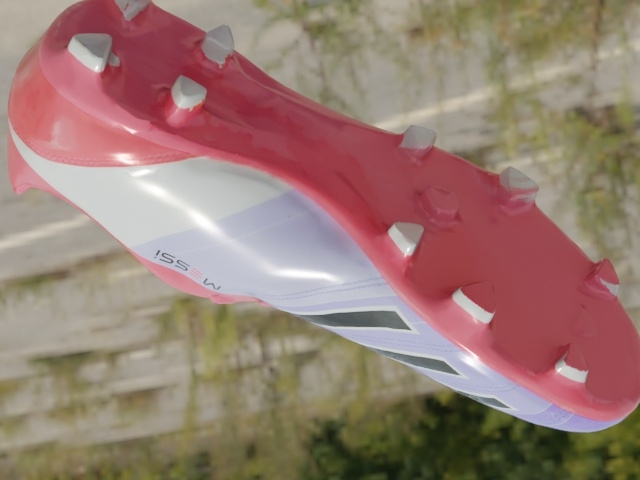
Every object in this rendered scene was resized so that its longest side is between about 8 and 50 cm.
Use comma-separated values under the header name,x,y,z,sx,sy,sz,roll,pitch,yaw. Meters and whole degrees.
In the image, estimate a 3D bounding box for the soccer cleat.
name,x,y,z,sx,sy,sz,roll,pitch,yaw
soccer cleat,0.000,0.000,0.601,0.248,0.083,0.095,30,136,-3
